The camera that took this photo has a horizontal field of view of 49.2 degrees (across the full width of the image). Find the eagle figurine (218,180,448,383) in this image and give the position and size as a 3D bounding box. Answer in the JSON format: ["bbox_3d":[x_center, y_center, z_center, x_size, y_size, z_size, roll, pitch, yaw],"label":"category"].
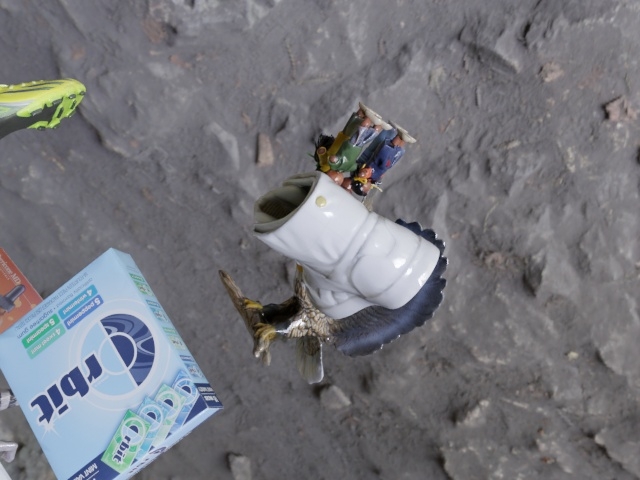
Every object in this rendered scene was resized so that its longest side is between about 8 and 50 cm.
[{"bbox_3d":[0.023,0.060,1.001,0.226,0.298,0.225,60,176,6],"label":"eagle figurine"}]

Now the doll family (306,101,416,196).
[{"bbox_3d":[0.043,-0.092,0.799,0.076,0.193,0.111,43,106,27],"label":"doll family"}]

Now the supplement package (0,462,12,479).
[{"bbox_3d":[-0.325,0.323,0.505,0.145,0.262,0.204,-25,98,26],"label":"supplement package"}]

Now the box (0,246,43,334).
[{"bbox_3d":[-0.489,0.115,0.981,0.130,0.170,0.091,46,146,12],"label":"box"}]

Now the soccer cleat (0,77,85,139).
[{"bbox_3d":[-0.516,-0.227,1.152,0.121,0.289,0.093,45,133,5],"label":"soccer cleat"}]

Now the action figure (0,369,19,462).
[{"bbox_3d":[-0.682,0.242,1.226,0.178,0.341,0.330,-15,160,24],"label":"action figure"}]

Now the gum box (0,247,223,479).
[{"bbox_3d":[-0.205,0.127,0.657,0.184,0.157,0.041,54,-176,18],"label":"gum box"}]

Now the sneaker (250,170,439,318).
[{"bbox_3d":[0.000,0.000,0.774,0.169,0.108,0.292,35,163,-8],"label":"sneaker"}]
